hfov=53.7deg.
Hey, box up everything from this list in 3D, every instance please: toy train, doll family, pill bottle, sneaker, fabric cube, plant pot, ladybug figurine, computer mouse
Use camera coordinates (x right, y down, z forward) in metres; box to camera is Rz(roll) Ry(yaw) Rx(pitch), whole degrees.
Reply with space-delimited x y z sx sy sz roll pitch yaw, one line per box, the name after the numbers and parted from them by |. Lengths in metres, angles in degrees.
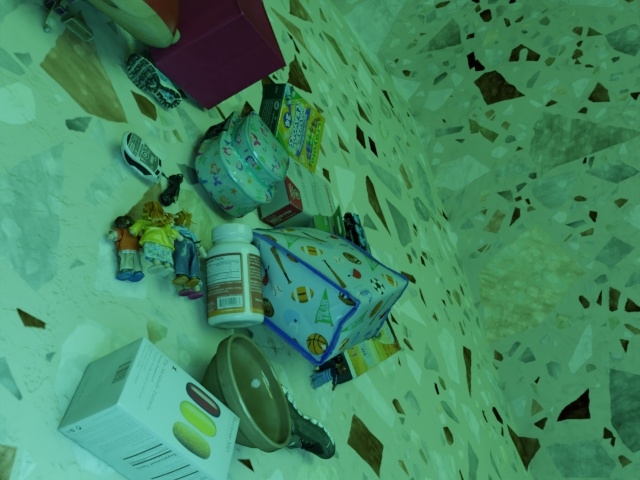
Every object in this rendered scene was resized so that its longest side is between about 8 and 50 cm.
0.121 -0.012 2.216 0.105 0.080 0.184 48 24 -51 | toy train
0.017 0.296 1.634 0.076 0.111 0.192 20 49 -58 | doll family
-0.299 0.007 1.280 0.263 0.118 0.163 28 42 -53 | doll family
-0.189 0.078 1.383 0.121 0.121 0.215 22 59 -56 | pill bottle
-0.415 -0.396 1.559 0.162 0.063 0.073 47 9 -39 | sneaker
-0.283 -0.551 1.663 0.259 0.258 0.254 36 31 -62 | fabric cube
-0.056 0.428 1.403 0.234 0.078 0.106 50 29 -19 | sneaker
-0.160 0.311 1.234 0.237 0.110 0.237 59 10 -17 | plant pot
-0.475 -0.599 1.377 0.449 0.161 0.305 35 6 -43 | ladybug figurine
-0.379 -0.162 1.394 0.193 0.042 0.106 50 31 -39 | computer mouse

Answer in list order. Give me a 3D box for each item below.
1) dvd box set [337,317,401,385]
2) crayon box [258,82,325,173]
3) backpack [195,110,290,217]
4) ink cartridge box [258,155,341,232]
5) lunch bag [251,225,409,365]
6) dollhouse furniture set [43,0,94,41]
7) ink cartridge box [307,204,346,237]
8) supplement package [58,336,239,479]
0.097 0.241 1.918 0.420 0.062 0.307 -3 68 -65 | dvd box set
-0.081 -0.330 1.975 0.323 0.083 0.202 27 71 -62 | crayon box
-0.200 -0.192 1.622 0.225 0.191 0.253 52 31 -26 | backpack
-0.070 -0.119 1.883 0.273 0.114 0.196 29 40 -51 | ink cartridge box
-0.035 0.098 1.565 0.386 0.238 0.328 36 19 19 | lunch bag
-0.530 -0.458 1.355 0.114 0.091 0.081 40 48 -47 | dollhouse furniture set
0.000 0.000 1.795 0.062 0.209 0.108 6 52 -20 | ink cartridge box
-0.266 0.298 1.029 0.244 0.134 0.139 49 28 -29 | supplement package
